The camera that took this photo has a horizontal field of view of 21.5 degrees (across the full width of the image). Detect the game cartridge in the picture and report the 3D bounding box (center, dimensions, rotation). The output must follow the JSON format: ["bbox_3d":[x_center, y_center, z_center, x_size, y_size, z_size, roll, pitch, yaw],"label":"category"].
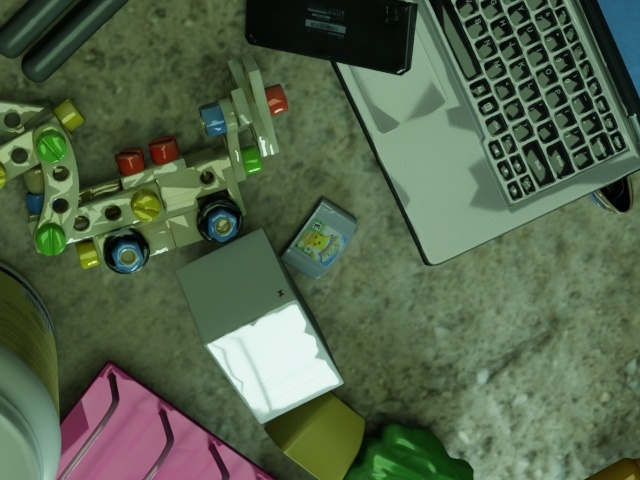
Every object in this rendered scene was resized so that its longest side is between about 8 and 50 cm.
[{"bbox_3d":[0.000,0.000,1.817,0.056,0.017,0.083,31,103,-22],"label":"game cartridge"}]

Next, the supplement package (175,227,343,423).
[{"bbox_3d":[-0.062,0.091,1.754,0.105,0.105,0.179,-26,143,1],"label":"supplement package"}]

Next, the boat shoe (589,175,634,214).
[{"bbox_3d":[0.294,-0.109,1.798,0.066,0.066,0.183,-31,112,3],"label":"boat shoe"}]

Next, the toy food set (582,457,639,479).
[{"bbox_3d":[0.380,0.336,1.954,0.104,0.111,0.232,-29,110,2],"label":"toy food set"}]

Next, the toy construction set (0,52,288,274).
[{"bbox_3d":[-0.182,-0.081,1.695,0.328,0.151,0.215,-13,112,7],"label":"toy construction set"}]

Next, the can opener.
[{"bbox_3d":[-0.204,-0.265,1.648,0.280,0.093,0.074,-40,112,12],"label":"can opener"}]

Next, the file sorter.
[{"bbox_3d":[-0.160,0.302,1.737,0.291,0.182,0.202,37,91,-11],"label":"file sorter"}]

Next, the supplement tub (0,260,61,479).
[{"bbox_3d":[-0.375,0.166,1.645,0.241,0.331,0.241,-3,111,-8],"label":"supplement tub"}]

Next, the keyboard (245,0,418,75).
[{"bbox_3d":[0.009,-0.232,1.682,0.180,0.023,0.108,13,121,17],"label":"keyboard"}]

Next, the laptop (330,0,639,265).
[{"bbox_3d":[0.221,-0.209,1.621,0.408,0.236,0.382,-25,100,1],"label":"laptop"}]

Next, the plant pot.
[{"bbox_3d":[0.002,0.211,1.864,0.081,0.081,0.083,39,89,-20],"label":"plant pot"}]

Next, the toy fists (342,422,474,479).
[{"bbox_3d":[0.048,0.331,1.909,0.142,0.096,0.279,24,104,-27],"label":"toy fists"}]
